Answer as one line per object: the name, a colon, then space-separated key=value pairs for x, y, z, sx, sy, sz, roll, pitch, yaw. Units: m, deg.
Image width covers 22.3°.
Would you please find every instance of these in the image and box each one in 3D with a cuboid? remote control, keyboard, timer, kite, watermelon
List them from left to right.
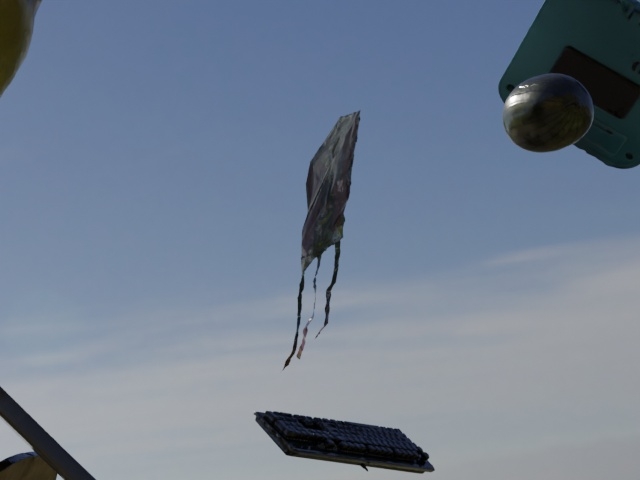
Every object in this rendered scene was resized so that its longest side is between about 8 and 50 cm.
remote control: x=-0.227 y=0.209 z=1.472 sx=0.022 sy=0.245 sz=0.077 roll=-45 pitch=-22 yaw=-15
kite: x=0.003 y=0.001 z=2.173 sx=0.022 sy=0.360 sz=0.204 roll=17 pitch=30 yaw=15
keyboard: x=0.030 y=0.226 z=1.813 sx=0.230 sy=0.025 sz=0.093 roll=14 pitch=18 yaw=-45
watermelon: x=0.229 y=-0.128 z=1.622 sx=0.078 sy=0.078 sz=0.110 roll=-1 pitch=-6 yaw=-32
timer: x=0.389 y=-0.242 z=2.211 sx=0.232 sy=0.091 sz=0.250 roll=31 pitch=-40 yaw=3

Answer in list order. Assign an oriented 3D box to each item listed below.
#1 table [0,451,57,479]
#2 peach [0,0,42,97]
table: x=-0.438 y=0.265 z=1.568 sx=0.249 sy=0.317 sz=0.317 roll=26 pitch=-6 yaw=10
peach: x=-0.500 y=-0.273 z=1.886 sx=0.315 sy=0.281 sz=0.314 roll=-34 pitch=-54 yaw=10
